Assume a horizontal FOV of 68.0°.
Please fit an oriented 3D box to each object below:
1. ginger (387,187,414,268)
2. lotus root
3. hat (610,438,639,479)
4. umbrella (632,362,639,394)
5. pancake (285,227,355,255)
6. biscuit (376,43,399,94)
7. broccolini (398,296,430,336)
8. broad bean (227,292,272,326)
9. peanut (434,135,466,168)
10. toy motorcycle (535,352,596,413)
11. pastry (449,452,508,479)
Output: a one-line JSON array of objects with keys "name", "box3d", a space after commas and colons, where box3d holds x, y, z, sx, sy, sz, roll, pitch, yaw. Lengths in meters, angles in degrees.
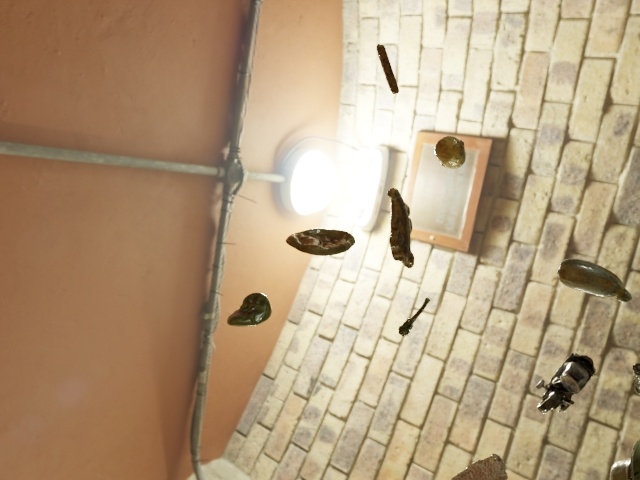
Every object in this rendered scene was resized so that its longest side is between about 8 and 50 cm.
[{"name": "ginger", "box3d": [0.308, -0.044, 1.828, 0.166, 0.080, 0.333, -25, -72, -59]}, {"name": "lotus root", "box3d": [1.254, 0.178, 2.165, 0.158, 0.322, 0.140, -5, -67, -67]}, {"name": "hat", "box3d": [0.984, 0.754, 1.467, 0.257, 0.130, 0.257, 15, -121, -26]}, {"name": "umbrella", "box3d": [1.069, 0.469, 1.592, 0.050, 0.046, 0.188, -33, -49, 2]}, {"name": "pancake", "box3d": [0.000, 0.000, 1.953, 0.294, 0.294, 0.050, -23, -64, -52]}, {"name": "biscuit", "box3d": [0.263, -0.672, 1.864, 0.064, 0.034, 0.199, -94, -20, -60]}, {"name": "broccolini", "box3d": [0.381, 0.312, 1.937, 0.051, 0.054, 0.239, 2, -45, -23]}, {"name": "broad bean", "box3d": [-0.264, 0.276, 1.798, 0.207, 0.153, 0.073, -59, -38, -60]}, {"name": "peanut", "box3d": [0.537, -0.359, 1.963, 0.109, 0.141, 0.159, -23, -30, -1]}, {"name": "toy motorcycle", "box3d": [0.798, 0.452, 1.531, 0.307, 0.108, 0.173, -16, -38, -47]}, {"name": "pastry", "box3d": [0.434, 0.732, 1.393, 0.265, 0.112, 0.103, -30, -60, 7]}]
